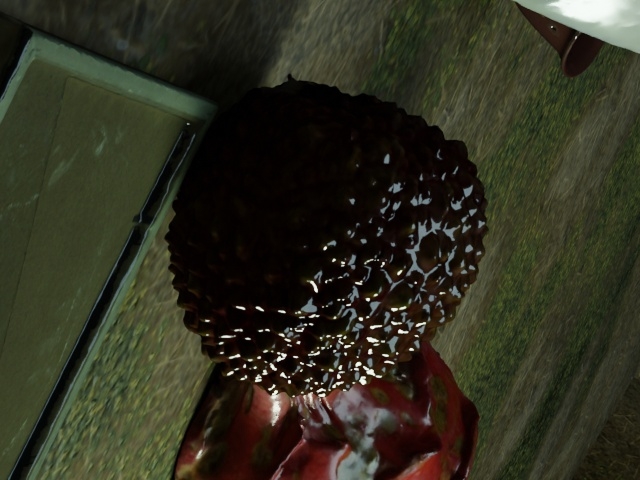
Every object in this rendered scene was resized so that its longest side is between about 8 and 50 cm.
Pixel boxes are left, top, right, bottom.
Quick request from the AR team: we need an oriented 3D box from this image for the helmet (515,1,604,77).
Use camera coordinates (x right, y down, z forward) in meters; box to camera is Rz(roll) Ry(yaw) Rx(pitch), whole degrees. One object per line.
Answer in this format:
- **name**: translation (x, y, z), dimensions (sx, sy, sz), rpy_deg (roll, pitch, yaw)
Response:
- **helmet**: translation (0.193, -0.218, 1.467), dimensions (0.155, 0.106, 0.175), rpy_deg (-46, 161, -36)

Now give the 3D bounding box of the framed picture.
- **framed picture**: translation (-0.166, 0.067, 0.906), dimensions (0.335, 0.022, 0.247), rpy_deg (-64, 165, 4)

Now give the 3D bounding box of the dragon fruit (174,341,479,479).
- **dragon fruit**: translation (0.005, 0.126, 1.331), dimensions (0.262, 0.134, 0.211), rpy_deg (-46, 138, -21)

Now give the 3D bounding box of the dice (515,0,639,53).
- **dice**: translation (0.144, -0.260, 0.984), dimensions (0.259, 0.243, 0.251), rpy_deg (-65, 166, 19)

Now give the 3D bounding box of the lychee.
- **lychee**: translation (0.000, 0.000, 1.057), dimensions (0.188, 0.188, 0.188), rpy_deg (-56, 164, -26)
